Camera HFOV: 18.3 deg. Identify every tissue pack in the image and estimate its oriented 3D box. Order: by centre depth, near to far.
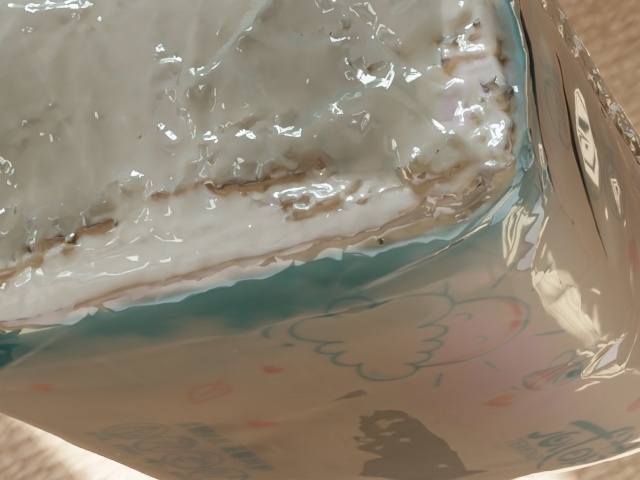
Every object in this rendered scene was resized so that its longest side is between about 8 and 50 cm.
[{"bbox_3d":[-0.002,0.000,0.619,0.201,0.271,0.124,-11,70,18],"label":"tissue pack"}]
